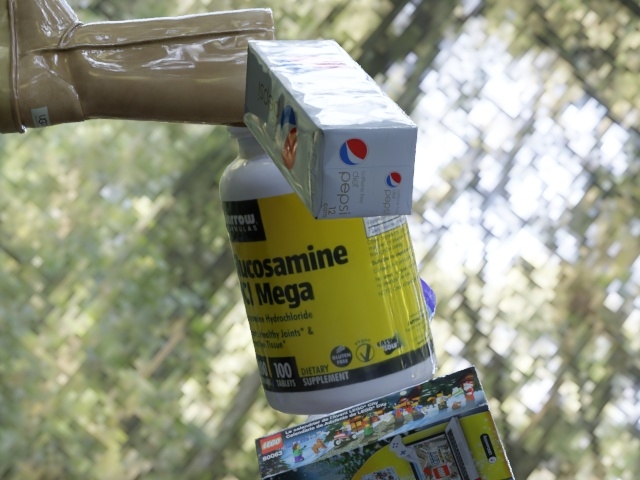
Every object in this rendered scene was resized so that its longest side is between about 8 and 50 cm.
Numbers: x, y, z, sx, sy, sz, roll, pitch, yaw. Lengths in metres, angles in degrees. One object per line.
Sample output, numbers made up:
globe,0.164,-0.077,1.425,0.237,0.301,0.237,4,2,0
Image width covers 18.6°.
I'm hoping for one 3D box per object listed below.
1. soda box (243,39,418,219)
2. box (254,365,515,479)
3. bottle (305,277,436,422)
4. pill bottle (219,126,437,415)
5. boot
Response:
soda box,0.003,-0.085,1.426,0.216,0.074,0.069,-125,-145,-62
box,0.066,0.207,1.363,0.044,0.159,0.233,-103,173,-55
bottle,0.055,0.153,2.482,0.118,0.283,0.092,38,-41,-12
pill bottle,0.000,0.000,2.038,0.188,0.188,0.334,3,-73,66
boot,-0.179,-0.203,1.907,0.269,0.236,0.089,-4,-26,-1
